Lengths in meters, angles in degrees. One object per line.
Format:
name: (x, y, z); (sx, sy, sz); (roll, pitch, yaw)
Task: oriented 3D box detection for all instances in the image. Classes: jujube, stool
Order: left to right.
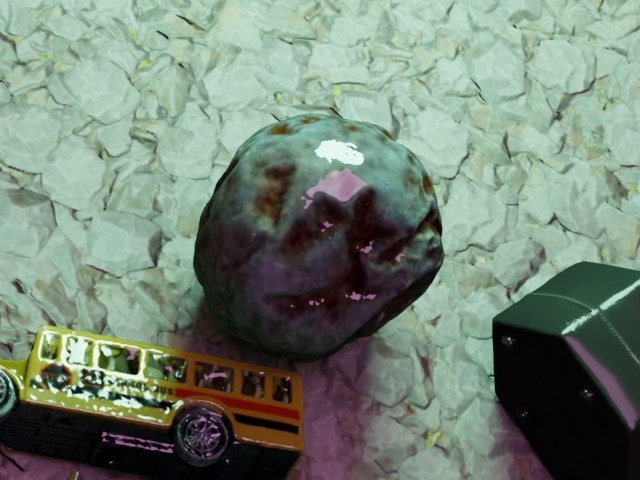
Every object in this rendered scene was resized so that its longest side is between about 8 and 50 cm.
jujube: (-0.007, -0.006, 1.714); (0.246, 0.308, 0.215); (-32, 83, -18)
stool: (0.280, 0.141, 1.793); (0.141, 0.232, 0.232); (-32, 81, -23)

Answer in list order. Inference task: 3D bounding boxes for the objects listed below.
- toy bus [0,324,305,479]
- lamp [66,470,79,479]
toy bus: (-0.187, 0.161, 1.703); (0.335, 0.121, 0.123); (12, 57, -11)
lamp: (-0.096, 0.310, 1.685); (0.325, 0.090, 0.089); (18, 65, -9)
